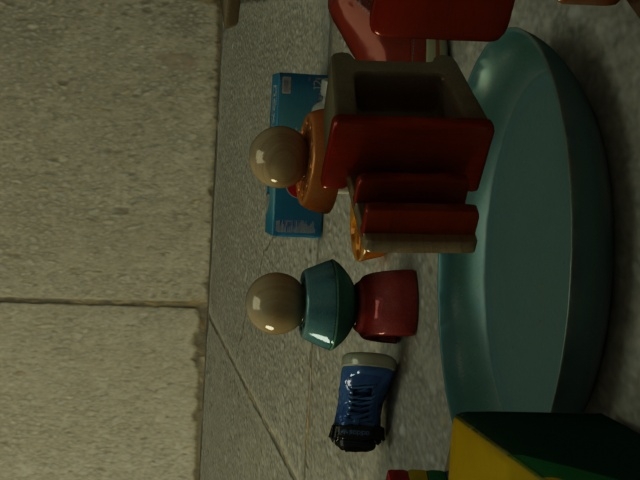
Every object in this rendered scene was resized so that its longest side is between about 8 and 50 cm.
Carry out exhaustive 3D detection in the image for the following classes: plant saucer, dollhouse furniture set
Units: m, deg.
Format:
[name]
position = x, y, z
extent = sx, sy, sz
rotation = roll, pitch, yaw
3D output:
[plant saucer]
position = 0.139, 0.013, 1.062
extent = 0.317, 0.043, 0.318
rotation = -179, 90, -80
[dollhouse furniture set]
position = 0.069, -0.134, 0.868
extent = 0.135, 0.262, 0.259
rotation = -103, 17, -49

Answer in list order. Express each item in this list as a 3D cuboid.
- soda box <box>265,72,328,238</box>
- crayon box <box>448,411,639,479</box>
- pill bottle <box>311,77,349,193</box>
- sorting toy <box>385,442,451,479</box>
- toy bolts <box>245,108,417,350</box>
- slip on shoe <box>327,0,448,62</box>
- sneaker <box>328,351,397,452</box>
[soda box]
position = -0.031, -0.110, 1.985
extent = 0.071, 0.067, 0.210
rotation = -156, 69, -79
[crayon box]
position = 0.146, 0.294, 0.786
extent = 0.313, 0.106, 0.363
rotation = -156, 68, -78
[pill bottle]
position = 0.021, -0.116, 1.687
extent = 0.067, 0.067, 0.120
rotation = -123, 36, -73
[sorting toy]
position = 0.085, 0.315, 1.167
extent = 0.257, 0.089, 0.256
rotation = -102, 17, -53
[toy bolts]
position = 0.000, 0.000, 1.517
extent = 0.218, 0.158, 0.229
rotation = 124, 147, -71
[slip on shoe]
position = 0.056, -0.199, 1.414
extent = 0.123, 0.101, 0.331
rotation = 122, 147, -67
[sneaker]
position = 0.042, 0.166, 1.525
extent = 0.152, 0.058, 0.085
rotation = 107, 169, -69
